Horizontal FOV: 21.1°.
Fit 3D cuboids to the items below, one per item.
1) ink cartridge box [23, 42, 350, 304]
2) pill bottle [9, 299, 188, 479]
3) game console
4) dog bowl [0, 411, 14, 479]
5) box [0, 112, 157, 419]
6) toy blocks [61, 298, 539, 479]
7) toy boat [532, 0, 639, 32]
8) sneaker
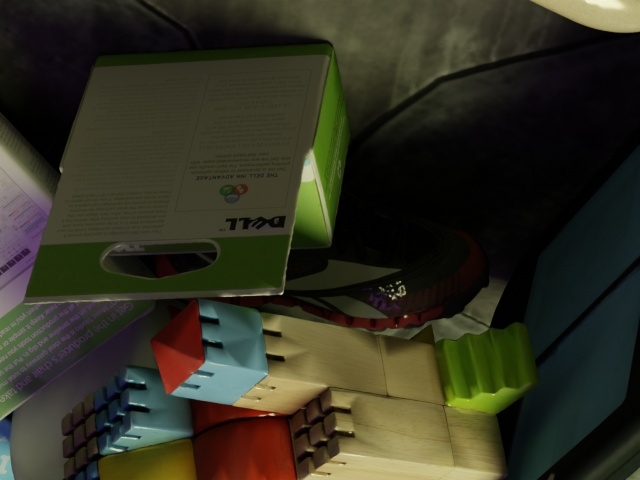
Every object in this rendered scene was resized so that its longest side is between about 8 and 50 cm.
[{"bbox_3d":[-0.090,-0.023,1.235,0.188,0.255,0.097,-2,135,12],"label":"ink cartridge box"},{"bbox_3d":[-0.071,0.189,1.515,0.363,0.210,0.210,26,139,-35],"label":"pill bottle"},{"bbox_3d":[0.200,0.054,1.215,0.060,0.342,0.386,30,138,-5],"label":"game console"},{"bbox_3d":[-0.337,0.100,1.518,0.074,0.166,0.297,-35,125,26],"label":"dog bowl"},{"bbox_3d":[-0.316,-0.004,1.341,0.232,0.058,0.322,-36,110,15],"label":"box"},{"bbox_3d":[-0.063,0.165,1.224,0.261,0.191,0.381,12,144,-33],"label":"toy blocks"},{"bbox_3d":[0.149,-0.230,1.062,0.231,0.151,0.151,22,110,-16],"label":"toy boat"},{"bbox_3d":[0.000,0.000,1.377,0.276,0.098,0.135,6,143,5],"label":"sneaker"}]
